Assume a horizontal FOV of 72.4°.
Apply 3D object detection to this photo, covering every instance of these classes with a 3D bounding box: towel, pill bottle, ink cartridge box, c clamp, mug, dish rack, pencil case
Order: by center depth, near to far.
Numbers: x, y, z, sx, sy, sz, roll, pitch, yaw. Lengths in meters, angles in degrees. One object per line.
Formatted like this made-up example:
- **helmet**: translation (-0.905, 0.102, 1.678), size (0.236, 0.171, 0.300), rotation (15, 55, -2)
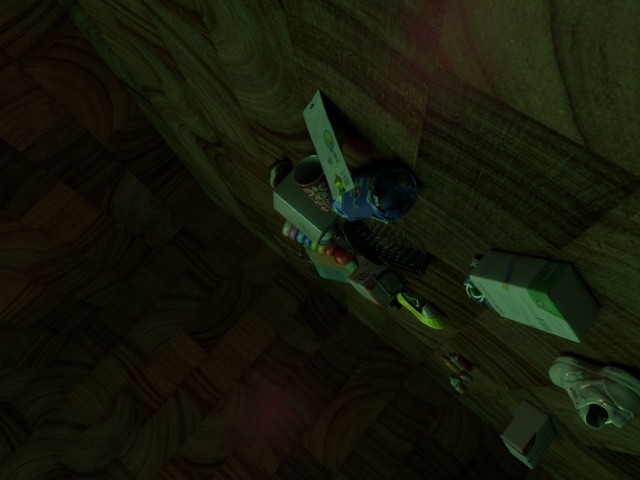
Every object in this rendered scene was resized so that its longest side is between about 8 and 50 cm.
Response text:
- **ink cartridge box**: translation (0.455, 0.112, 0.948), size (0.154, 0.093, 0.212), rotation (47, 166, -21)
- **pencil case**: translation (0.124, -0.110, 1.111), size (0.119, 0.133, 0.306), rotation (10, 180, -20)
- **mug**: translation (0.013, -0.159, 1.338), size (0.150, 0.113, 0.169), rotation (34, 170, 39)
- **dish rack**: translation (0.201, -0.007, 1.340), size (0.271, 0.074, 0.208), rotation (42, 169, -28)
- **c clamp**: translation (0.256, 0.166, 1.696), size (0.161, 0.137, 0.022), rotation (42, -173, -28)
- **pill bottle**: translation (0.015, -0.040, 1.789), size (0.094, 0.094, 0.169), rotation (39, 168, 12)
- **ink cartridge box**: translation (0.225, 0.172, 1.805), size (0.127, 0.128, 0.176), rotation (48, 166, -27)
- **ink cartridge box**: translation (0.915, 0.855, 1.919), size (0.114, 0.197, 0.273), rotation (30, 164, 48)
- **towel**: translation (0.073, 0.124, 2.150), size (0.272, 0.040, 0.370), rotation (14, 157, 23)

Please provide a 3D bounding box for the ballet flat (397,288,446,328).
- **ballet flat**: translation (0.401, 0.266, 1.745), size (0.231, 0.077, 0.077), rotation (36, 151, 32)

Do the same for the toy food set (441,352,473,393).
- **toy food set**: translation (0.643, 0.609, 2.068), size (0.104, 0.111, 0.232), rotation (42, -160, -1)

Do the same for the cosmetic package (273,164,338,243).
- **cosmetic package**: translation (-0.047, -0.122, 1.592), size (0.224, 0.138, 0.224), rotation (40, 167, 3)

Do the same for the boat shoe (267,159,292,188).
- **boat shoe**: translation (-0.166, -0.244, 1.638), size (0.095, 0.095, 0.257), rotation (45, 169, 10)

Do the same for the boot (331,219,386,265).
- **boot**: translation (0.110, -0.002, 1.634), size (0.263, 0.091, 0.229), rotation (47, 167, -33)

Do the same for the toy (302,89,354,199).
- **toy**: translation (0.033, -0.227, 1.054), size (0.137, 0.056, 0.237), rotation (158, 96, -70)

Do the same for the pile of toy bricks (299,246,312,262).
- **pile of toy bricks**: translation (-0.051, 0.043, 2.339), size (0.212, 0.118, 0.105), rotation (-142, 44, -69)

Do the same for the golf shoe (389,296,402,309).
- **golf shoe**: translation (0.290, 0.256, 2.037), size (0.198, 0.077, 0.094), rotation (41, 169, 8)

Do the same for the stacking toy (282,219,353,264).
- **stacking toy**: translation (0.000, 0.000, 1.935), size (0.330, 0.141, 0.141), rotation (34, 167, 9)

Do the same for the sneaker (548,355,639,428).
- **sneaker**: translation (0.666, 0.380, 1.106), size (0.114, 0.152, 0.305), rotation (39, 170, 2)

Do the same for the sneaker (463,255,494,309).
- **sneaker**: translation (0.420, 0.127, 1.138), size (0.080, 0.081, 0.211), rotation (25, 162, 48)
